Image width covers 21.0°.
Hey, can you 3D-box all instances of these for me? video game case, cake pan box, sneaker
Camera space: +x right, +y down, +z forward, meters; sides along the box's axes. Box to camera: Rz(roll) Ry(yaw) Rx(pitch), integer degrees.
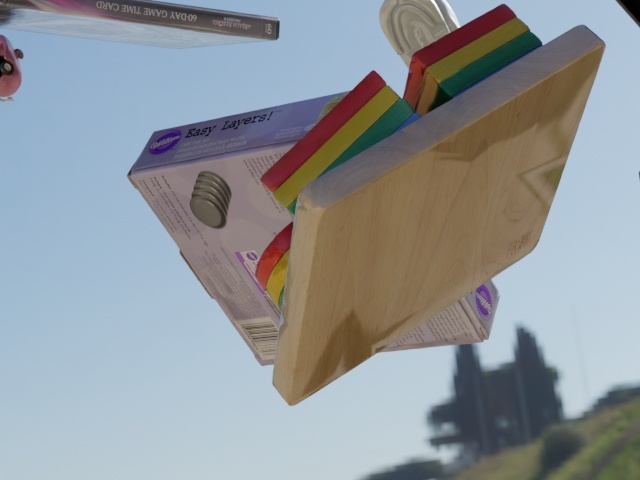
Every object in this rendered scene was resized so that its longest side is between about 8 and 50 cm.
[{"bbox_3d":[-0.204,-0.204,1.585,0.274,0.026,0.196,4,1,-34],"label":"video game case"},{"bbox_3d":[0.000,0.000,1.520,0.245,0.070,0.267,-9,-51,34],"label":"cake pan box"},{"bbox_3d":[0.146,-0.192,1.954,0.090,0.235,0.095,-17,19,18],"label":"sneaker"}]

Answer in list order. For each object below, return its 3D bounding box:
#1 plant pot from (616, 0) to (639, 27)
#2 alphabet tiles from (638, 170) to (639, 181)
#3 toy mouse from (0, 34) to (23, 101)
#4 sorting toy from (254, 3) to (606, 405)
[{"bbox_3d":[0.414,-0.324,1.824,0.187,0.167,0.188,-13,-23,26],"label":"plant pot"},{"bbox_3d":[0.353,0.044,1.285,0.198,0.237,0.009,-10,-12,14],"label":"alphabet tiles"},{"bbox_3d":[-0.320,-0.165,1.673,0.031,0.143,0.161,24,-11,-36],"label":"toy mouse"},{"bbox_3d":[0.060,-0.034,1.254,0.255,0.089,0.257,-31,-25,-24],"label":"sorting toy"}]
